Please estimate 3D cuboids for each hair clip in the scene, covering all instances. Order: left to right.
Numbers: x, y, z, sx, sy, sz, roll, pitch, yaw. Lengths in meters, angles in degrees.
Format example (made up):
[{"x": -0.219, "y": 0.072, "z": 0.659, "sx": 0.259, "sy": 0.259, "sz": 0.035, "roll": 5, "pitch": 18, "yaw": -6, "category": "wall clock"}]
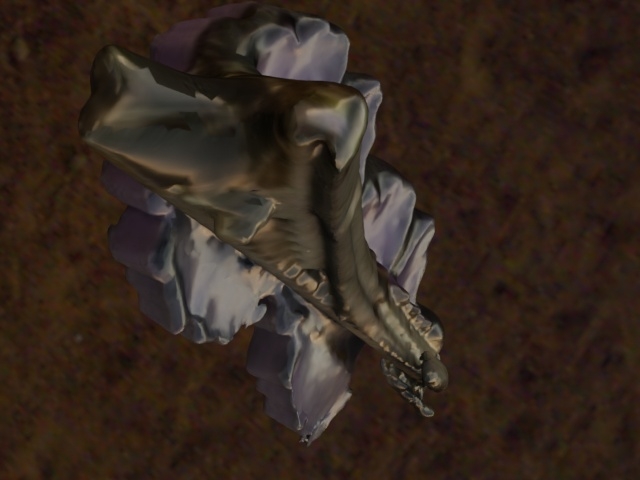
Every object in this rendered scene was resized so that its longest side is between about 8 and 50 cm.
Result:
[{"x": 0.000, "y": 0.000, "z": 0.530, "sx": 0.292, "sy": 0.085, "sz": 0.106, "roll": 54, "pitch": 50, "yaw": -67, "category": "hair clip"}]
